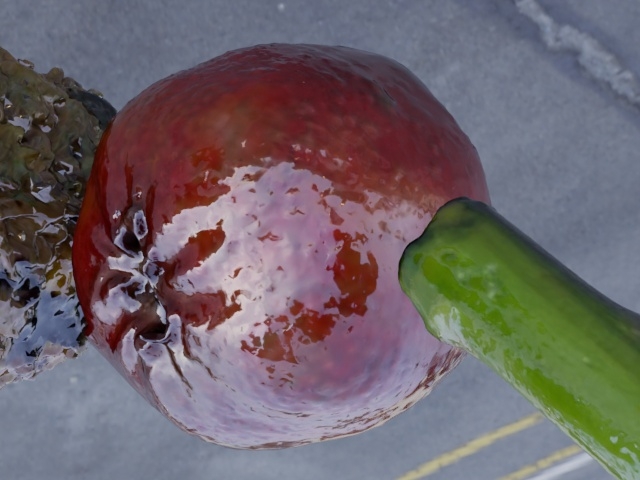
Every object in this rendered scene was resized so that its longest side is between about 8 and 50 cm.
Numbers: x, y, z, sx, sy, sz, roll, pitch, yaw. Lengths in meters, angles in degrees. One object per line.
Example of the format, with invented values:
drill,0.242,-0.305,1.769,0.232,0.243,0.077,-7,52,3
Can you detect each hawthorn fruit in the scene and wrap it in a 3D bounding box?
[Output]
hawthorn fruit,0.000,0.000,0.732,0.307,0.265,0.265,-8,153,-42

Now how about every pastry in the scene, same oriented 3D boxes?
pastry,-0.244,-0.025,0.799,0.275,0.274,0.193,-1,160,-25

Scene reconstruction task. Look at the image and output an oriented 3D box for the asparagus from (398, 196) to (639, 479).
asparagus,0.139,0.076,0.465,0.067,0.278,0.060,-15,134,-33
